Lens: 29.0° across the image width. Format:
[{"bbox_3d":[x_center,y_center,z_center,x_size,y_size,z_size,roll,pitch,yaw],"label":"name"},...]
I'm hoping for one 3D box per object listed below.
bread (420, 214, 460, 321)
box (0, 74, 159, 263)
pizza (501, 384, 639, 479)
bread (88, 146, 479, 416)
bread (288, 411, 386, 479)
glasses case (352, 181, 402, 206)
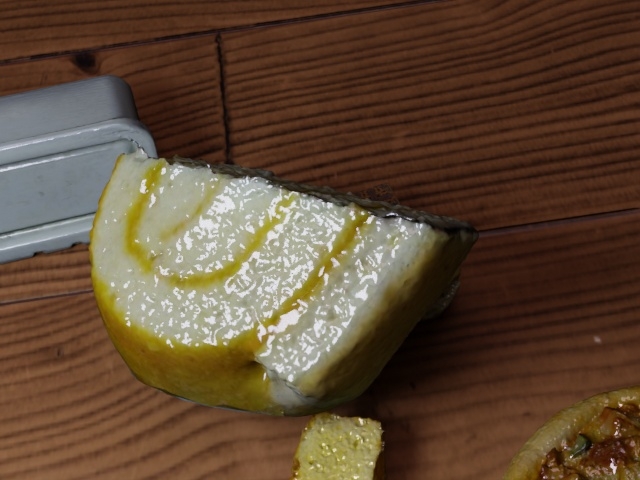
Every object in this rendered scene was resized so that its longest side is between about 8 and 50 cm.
[{"bbox_3d":[0.114,0.042,1.470,0.103,0.156,0.110,-29,84,-12],"label":"bread"},{"bbox_3d":[-0.365,-0.104,1.616,0.311,0.175,0.182,-12,40,-3],"label":"box"},{"bbox_3d":[0.295,0.245,1.269,0.292,0.058,0.197,-32,44,-25],"label":"pizza"},{"bbox_3d":[-0.044,0.061,1.331,0.395,0.239,0.264,17,92,31],"label":"bread"},{"bbox_3d":[0.015,0.268,1.299,0.103,0.065,0.187,0,45,10],"label":"bread"},{"bbox_3d":[0.000,0.000,1.546,0.218,0.049,0.075,-19,48,-10],"label":"glasses case"}]
